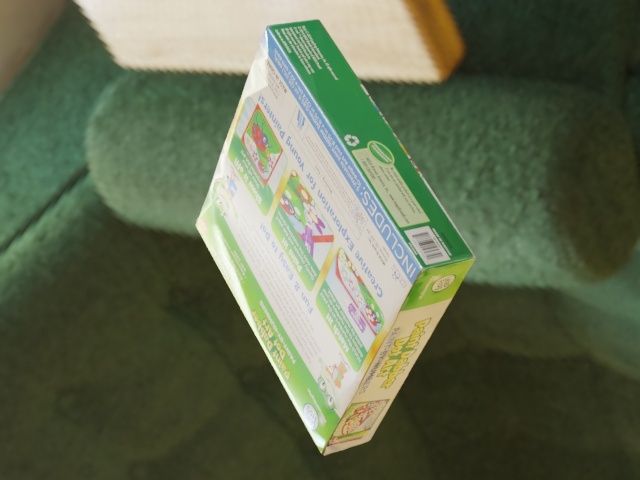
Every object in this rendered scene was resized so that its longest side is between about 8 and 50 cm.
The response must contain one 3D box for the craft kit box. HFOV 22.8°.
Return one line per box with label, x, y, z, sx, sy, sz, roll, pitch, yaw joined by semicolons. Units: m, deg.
craft kit box;0.000;0.000;1.249;0.250;0.061;0.246;60;143;28
